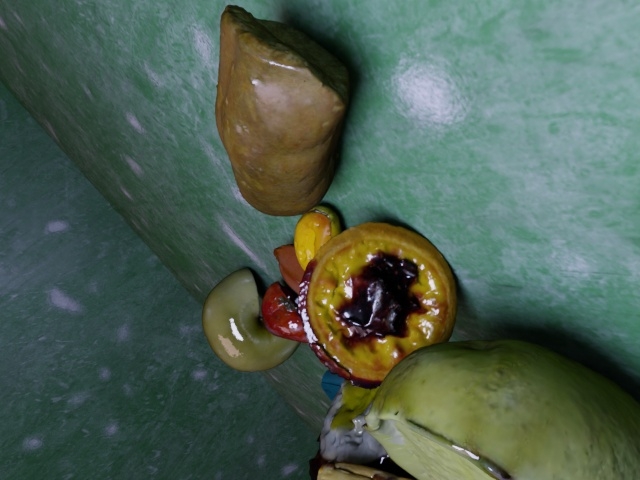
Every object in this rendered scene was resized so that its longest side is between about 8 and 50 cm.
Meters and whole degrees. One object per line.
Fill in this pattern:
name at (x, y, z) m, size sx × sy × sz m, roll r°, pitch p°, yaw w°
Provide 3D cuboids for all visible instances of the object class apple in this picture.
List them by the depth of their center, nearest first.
apple at (-0.214, 0.247, 1.374) m, size 0.295 × 0.233 × 0.258 m, roll 51°, pitch 153°, yaw -10°

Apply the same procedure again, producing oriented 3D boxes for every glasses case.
glasses case at (0.095, 0.457, 1.413) m, size 0.117 × 0.070 × 0.301 m, roll 49°, pitch 159°, yaw -6°

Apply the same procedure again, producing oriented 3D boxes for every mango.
mango at (0.000, 0.000, 0.801) m, size 0.101 × 0.066 × 0.187 m, roll 46°, pitch 154°, yaw 22°

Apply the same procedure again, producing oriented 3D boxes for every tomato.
tomato at (-0.085, 0.198, 1.184) m, size 0.189 × 0.099 × 0.173 m, roll 53°, pitch 176°, yaw 26°

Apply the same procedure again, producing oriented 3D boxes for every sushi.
sushi at (0.160, 0.402, 0.898) m, size 0.294 × 0.299 × 0.281 m, roll 50°, pitch 157°, yaw -14°

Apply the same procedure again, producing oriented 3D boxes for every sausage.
sausage at (0.039, 0.119, 0.892) m, size 0.348 × 0.094 × 0.097 m, roll 42°, pitch 164°, yaw 25°

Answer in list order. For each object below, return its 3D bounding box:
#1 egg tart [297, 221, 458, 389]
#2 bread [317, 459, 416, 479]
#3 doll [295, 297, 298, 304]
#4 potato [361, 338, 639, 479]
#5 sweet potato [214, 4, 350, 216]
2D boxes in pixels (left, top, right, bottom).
egg tart at (0.070, 0.085, 0.664) m, size 0.215 × 0.215 × 0.171 m, roll 47°, pitch 172°, yaw -3°
bread at (0.108, 0.436, 0.698) m, size 0.235 × 0.099 × 0.210 m, roll 0°, pitch 121°, yaw 28°
doll at (-0.013, 0.164, 1.111) m, size 0.098 × 0.058 × 0.143 m, roll 17°, pitch 148°, yaw 34°
potato at (0.215, 0.189, 0.509) m, size 0.280 × 0.213 × 0.330 m, roll 49°, pitch 155°, yaw -24°
sweet potato at (-0.047, -0.115, 0.574) m, size 0.158 × 0.158 × 0.370 m, roll 40°, pitch 156°, yaw 13°
